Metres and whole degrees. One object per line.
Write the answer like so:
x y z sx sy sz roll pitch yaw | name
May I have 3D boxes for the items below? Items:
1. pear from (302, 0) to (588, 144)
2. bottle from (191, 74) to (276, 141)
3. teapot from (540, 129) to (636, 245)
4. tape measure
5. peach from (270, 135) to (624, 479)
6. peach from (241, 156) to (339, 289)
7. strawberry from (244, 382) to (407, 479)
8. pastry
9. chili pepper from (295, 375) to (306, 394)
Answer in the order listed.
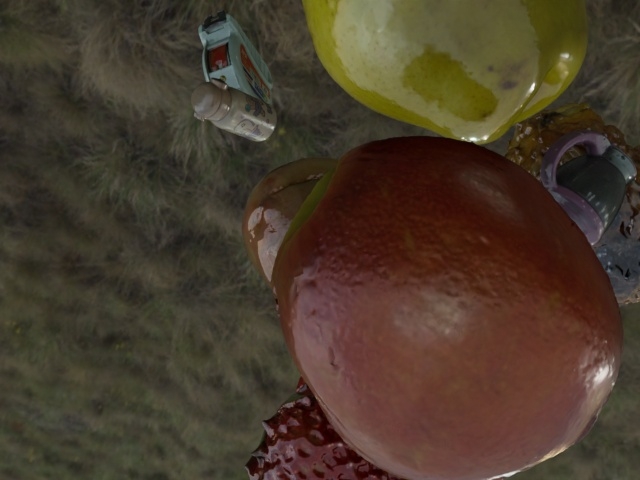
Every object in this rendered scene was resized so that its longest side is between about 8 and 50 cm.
0.154 -0.325 0.881 0.362 0.418 0.362 -33 160 -13 | pear
-0.196 -0.301 1.517 0.097 0.110 0.209 32 -170 34 | bottle
0.376 -0.084 0.968 0.148 0.146 0.116 45 169 -1 | teapot
-0.227 -0.436 1.776 0.125 0.246 0.243 -15 150 20 | tape measure
0.129 0.069 0.694 0.372 0.373 0.290 23 128 -20 | peach
0.001 0.000 1.119 0.292 0.292 0.247 24 117 -22 | peach
0.040 0.302 0.848 0.244 0.205 0.205 33 152 16 | strawberry
0.474 -0.030 1.177 0.405 0.337 0.292 28 -172 -17 | pastry
-0.027 0.351 1.382 0.050 0.059 0.268 -5 112 -14 | chili pepper
